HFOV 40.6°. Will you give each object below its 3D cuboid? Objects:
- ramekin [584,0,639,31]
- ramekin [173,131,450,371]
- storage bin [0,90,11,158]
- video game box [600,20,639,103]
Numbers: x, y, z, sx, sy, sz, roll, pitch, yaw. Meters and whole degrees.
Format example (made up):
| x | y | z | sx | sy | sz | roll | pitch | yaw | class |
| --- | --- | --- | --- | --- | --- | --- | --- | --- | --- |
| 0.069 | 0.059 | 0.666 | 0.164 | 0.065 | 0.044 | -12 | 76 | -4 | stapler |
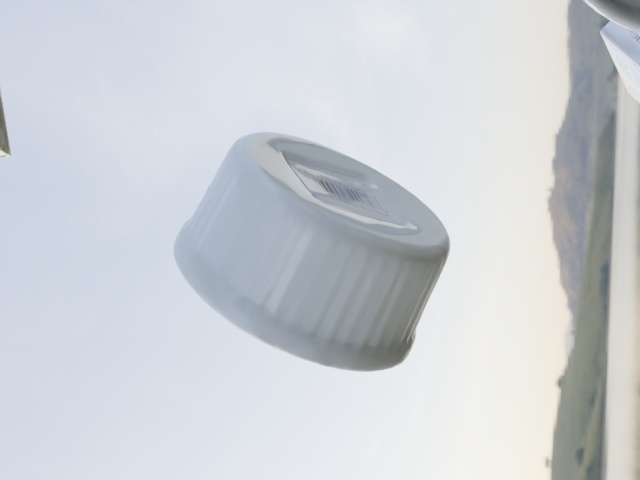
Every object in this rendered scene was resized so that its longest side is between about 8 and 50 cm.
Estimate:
| x | y | z | sx | sy | sz | roll | pitch | yaw | class |
| --- | --- | --- | --- | --- | --- | --- | --- | --- | --- |
| 0.204 | -0.219 | 0.440 | 0.109 | 0.207 | 0.207 | -90 | -11 | -46 | ramekin |
| 0.000 | 0.000 | 0.902 | 0.135 | 0.277 | 0.277 | -64 | -10 | 21 | ramekin |
| -0.419 | -0.216 | 0.767 | 0.260 | 0.123 | 0.262 | 44 | -150 | -71 | storage bin |
| 0.395 | -0.147 | 0.926 | 0.187 | 0.048 | 0.205 | 53 | -164 | 25 | video game box |
